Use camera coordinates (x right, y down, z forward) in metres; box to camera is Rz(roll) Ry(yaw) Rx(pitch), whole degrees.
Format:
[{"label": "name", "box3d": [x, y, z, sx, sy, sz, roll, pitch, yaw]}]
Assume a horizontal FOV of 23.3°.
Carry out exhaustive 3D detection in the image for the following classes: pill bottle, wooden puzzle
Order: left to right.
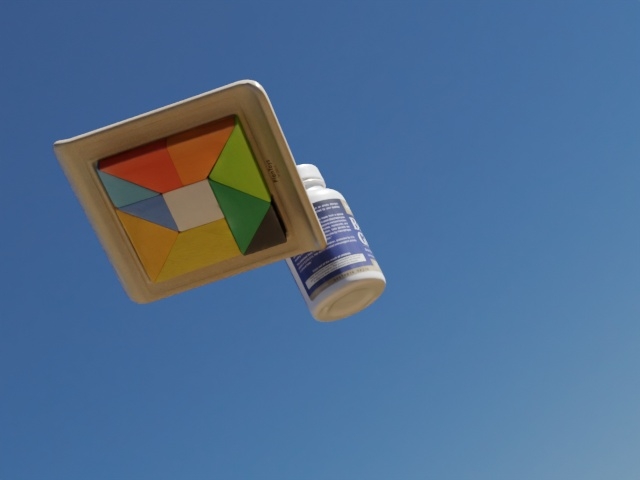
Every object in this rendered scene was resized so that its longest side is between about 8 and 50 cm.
[{"label": "wooden puzzle", "box3d": [-0.136, -0.042, 1.642, 0.238, 0.044, 0.221, -15, -56, 11]}, {"label": "pill bottle", "box3d": [0.000, 0.000, 1.790, 0.094, 0.169, 0.094, -22, -22, -10]}]
